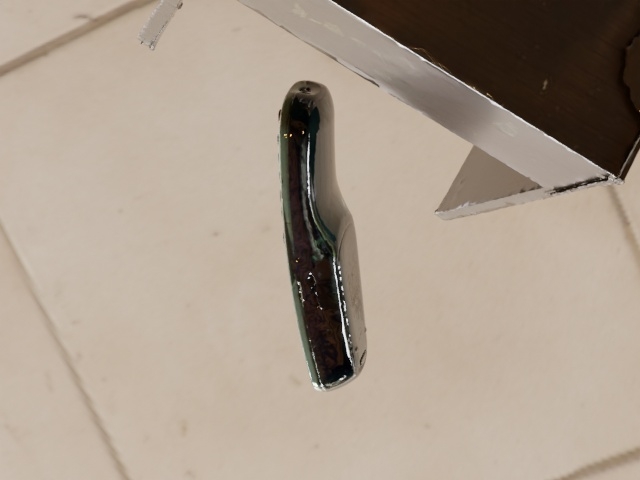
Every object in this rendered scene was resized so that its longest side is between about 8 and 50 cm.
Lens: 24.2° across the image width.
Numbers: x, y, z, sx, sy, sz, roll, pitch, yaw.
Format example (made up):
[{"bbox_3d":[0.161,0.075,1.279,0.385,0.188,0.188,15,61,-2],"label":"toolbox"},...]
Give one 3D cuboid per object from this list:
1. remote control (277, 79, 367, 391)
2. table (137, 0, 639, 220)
[{"bbox_3d":[0.000,0.000,1.024,0.042,0.072,0.222,-1,113,15],"label":"remote control"},{"bbox_3d":[0.060,-0.160,0.872,0.251,0.282,0.196,29,80,-9],"label":"table"}]
